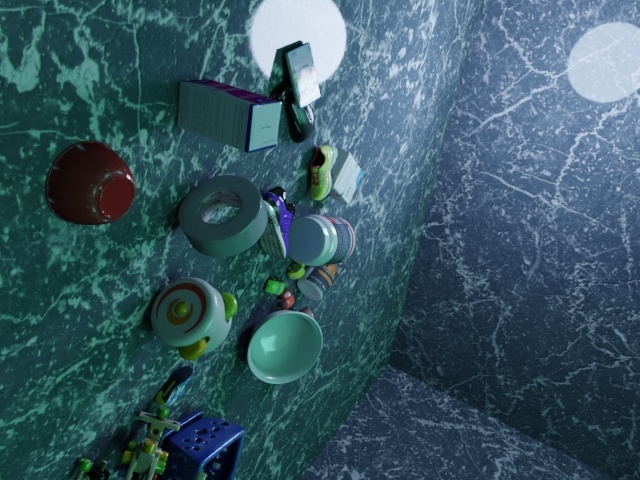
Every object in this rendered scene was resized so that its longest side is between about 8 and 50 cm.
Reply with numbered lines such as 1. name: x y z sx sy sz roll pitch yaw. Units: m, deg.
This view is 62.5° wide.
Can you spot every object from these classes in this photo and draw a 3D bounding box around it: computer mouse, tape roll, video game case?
1. computer mouse: -0.077 -0.385 1.635 0.184 0.060 0.262 -52 152 -33
2. tape roll: -0.250 -0.066 1.361 0.219 0.219 0.072 -55 152 -26
3. video game case: -0.051 -0.493 1.577 0.119 0.015 0.166 -45 132 -44

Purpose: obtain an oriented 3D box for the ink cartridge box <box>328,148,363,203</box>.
1. ink cartridge box: 0.077 -0.249 2.048 0.148 0.086 0.203 -64 155 -7

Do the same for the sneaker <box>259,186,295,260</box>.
1. sneaker: -0.132 -0.059 1.760 0.146 0.102 0.293 -52 152 -32

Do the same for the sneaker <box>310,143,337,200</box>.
1. sneaker: -0.008 -0.246 1.899 0.094 0.082 0.208 -8 112 -55

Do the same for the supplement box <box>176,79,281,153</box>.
1. supplement box: -0.215 -0.294 1.229 0.111 0.220 0.113 -31 137 -54

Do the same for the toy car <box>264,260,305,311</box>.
1. toy car: -0.138 0.177 2.020 0.225 0.053 0.238 4 107 -65

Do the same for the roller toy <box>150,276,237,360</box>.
1. roller toy: -0.351 0.206 1.426 0.209 0.191 0.146 -62 156 -17

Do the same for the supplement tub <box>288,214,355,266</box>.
1. supplement tub: 0.000 0.000 1.980 0.272 0.191 0.191 0 111 -65

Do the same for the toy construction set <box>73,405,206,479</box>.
1. toy construction set: -0.453 0.609 1.478 0.257 0.309 0.237 64 48 -70

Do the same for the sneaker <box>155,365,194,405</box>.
1. sneaker: -0.444 0.450 1.630 0.144 0.053 0.059 -48 150 -19

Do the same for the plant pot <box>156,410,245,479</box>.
1. plant pot: -0.415 0.712 1.726 0.236 0.212 0.235 -17 125 -60

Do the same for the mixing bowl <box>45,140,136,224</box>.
1. mixing bowl: -0.445 -0.103 1.072 0.181 0.098 0.181 -47 149 -40

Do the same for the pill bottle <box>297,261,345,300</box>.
1. pill bottle: 0.018 0.122 2.206 0.245 0.131 0.130 -52 152 -32

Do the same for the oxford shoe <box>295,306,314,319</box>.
1. oxford shoe: -0.120 0.432 2.248 0.147 0.140 0.396 -16 137 -22

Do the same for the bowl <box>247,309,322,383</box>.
1. bowl: -0.152 0.382 2.006 0.298 0.134 0.297 -7 110 -21
